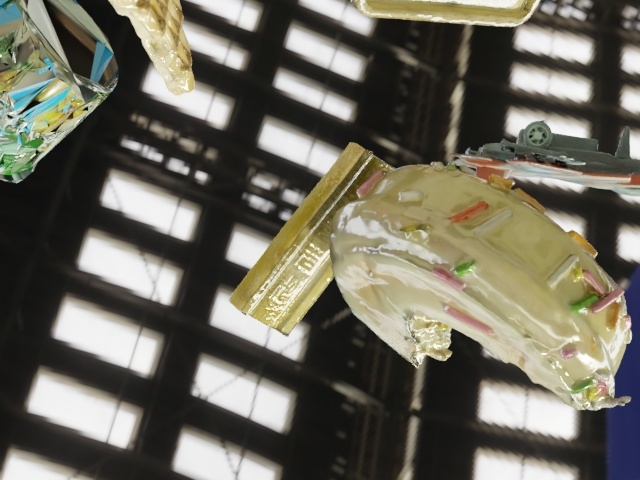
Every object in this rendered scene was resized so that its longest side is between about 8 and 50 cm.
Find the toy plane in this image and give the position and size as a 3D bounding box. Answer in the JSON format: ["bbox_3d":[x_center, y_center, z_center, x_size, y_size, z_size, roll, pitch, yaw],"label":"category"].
[{"bbox_3d":[0.332,-0.102,1.891,0.326,0.223,0.104,-4,-93,5],"label":"toy plane"}]

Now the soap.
[{"bbox_3d":[0.000,0.000,1.760,0.092,0.252,0.037,33,-172,-42],"label":"soap"}]

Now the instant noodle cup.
[{"bbox_3d":[-0.379,-0.216,1.833,0.240,0.178,0.240,47,-158,-25],"label":"instant noodle cup"}]

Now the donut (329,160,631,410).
[{"bbox_3d":[0.161,0.040,1.600,0.307,0.371,0.150,47,-110,-30],"label":"donut"}]

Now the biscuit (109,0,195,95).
[{"bbox_3d":[-0.199,-0.291,1.422,0.040,0.309,0.204,-19,-119,11],"label":"biscuit"}]

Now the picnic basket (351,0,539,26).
[{"bbox_3d":[0.127,-0.367,1.271,0.228,0.312,0.175,-3,-138,-37],"label":"picnic basket"}]
